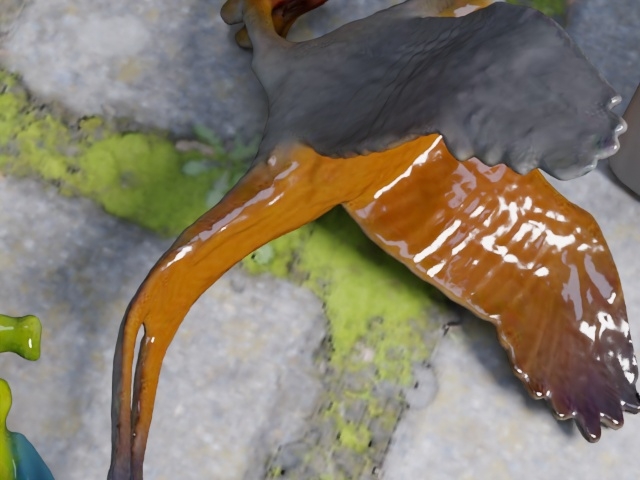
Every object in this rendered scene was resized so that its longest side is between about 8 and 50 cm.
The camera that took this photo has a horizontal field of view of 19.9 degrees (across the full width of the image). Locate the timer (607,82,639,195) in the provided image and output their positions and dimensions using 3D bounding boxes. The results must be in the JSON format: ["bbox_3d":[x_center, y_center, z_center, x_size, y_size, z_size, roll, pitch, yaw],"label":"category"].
[{"bbox_3d":[0.289,-0.083,0.921,0.194,0.192,0.195,38,70,11],"label":"timer"}]

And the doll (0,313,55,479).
[{"bbox_3d":[-0.234,0.209,0.818,0.346,0.099,0.341,-14,69,-10],"label":"doll"}]

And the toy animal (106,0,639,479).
[{"bbox_3d":[-0.005,-0.019,0.929,0.284,0.225,0.302,-22,54,0],"label":"toy animal"}]
